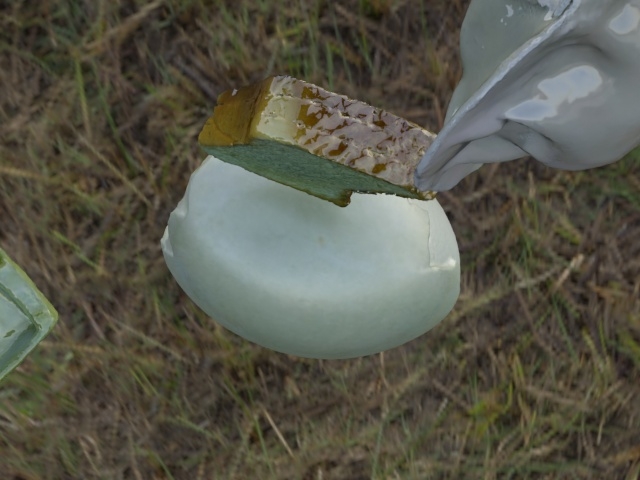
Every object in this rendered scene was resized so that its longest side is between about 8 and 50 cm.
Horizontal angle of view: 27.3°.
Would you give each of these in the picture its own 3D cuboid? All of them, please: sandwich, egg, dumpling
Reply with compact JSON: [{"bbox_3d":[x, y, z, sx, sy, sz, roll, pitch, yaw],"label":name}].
[{"bbox_3d":[-0.002,-0.090,1.232,0.186,0.214,0.065,20,83,-25],"label":"sandwich"},{"bbox_3d":[0.000,0.000,1.512,0.336,0.278,0.278,24,69,-1],"label":"egg"},{"bbox_3d":[0.162,-0.107,0.812,0.163,0.293,0.205,18,79,0],"label":"dumpling"}]

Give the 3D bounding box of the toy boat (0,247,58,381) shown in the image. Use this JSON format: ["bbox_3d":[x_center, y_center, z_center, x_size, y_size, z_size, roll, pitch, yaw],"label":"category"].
[{"bbox_3d":[-0.317,0.104,0.915,0.276,0.111,0.084,-39,26,-5],"label":"toy boat"}]
